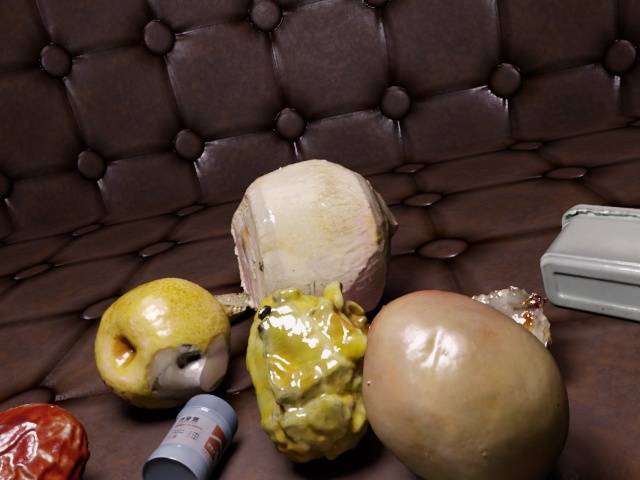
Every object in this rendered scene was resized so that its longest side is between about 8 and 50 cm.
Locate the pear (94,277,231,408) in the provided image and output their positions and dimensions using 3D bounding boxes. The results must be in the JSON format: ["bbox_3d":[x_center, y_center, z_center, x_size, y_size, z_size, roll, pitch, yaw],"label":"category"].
[{"bbox_3d":[-0.304,0.203,1.198,0.272,0.270,0.271,-11,19,4],"label":"pear"}]

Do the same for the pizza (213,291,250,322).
[{"bbox_3d":[-0.265,0.178,1.513,0.204,0.080,0.188,-10,-7,38],"label":"pizza"}]

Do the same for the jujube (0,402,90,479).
[{"bbox_3d":[-0.476,0.381,0.893,0.197,0.197,0.290,1,38,35],"label":"jujube"}]

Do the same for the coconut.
[{"bbox_3d":[0.000,0.000,1.376,0.405,0.404,0.404,-11,19,4],"label":"coconut"}]

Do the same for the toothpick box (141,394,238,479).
[{"bbox_3d":[-0.205,0.335,0.968,0.101,0.101,0.153,-7,21,17],"label":"toothpick box"}]

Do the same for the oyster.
[{"bbox_3d":[0.244,0.180,1.082,0.337,0.133,0.198,-4,22,29],"label":"oyster"}]

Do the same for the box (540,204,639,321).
[{"bbox_3d":[0.599,0.054,1.183,0.182,0.175,0.312,-36,29,-33],"label":"box"}]

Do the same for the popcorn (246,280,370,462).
[{"bbox_3d":[-0.014,0.204,0.968,0.252,0.286,0.215,-41,-35,25],"label":"popcorn"}]

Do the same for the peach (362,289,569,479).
[{"bbox_3d":[0.186,0.198,0.816,0.248,0.292,0.292,-30,19,2],"label":"peach"}]
